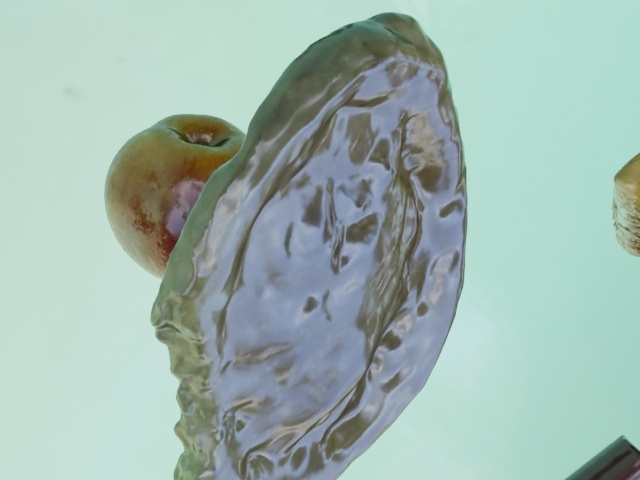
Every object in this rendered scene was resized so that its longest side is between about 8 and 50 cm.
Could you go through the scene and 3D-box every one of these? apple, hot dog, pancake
[{"bbox_3d":[-0.137,-0.038,2.151,0.160,0.195,0.173,-85,-173,-59],"label":"apple"},{"bbox_3d":[0.237,-0.025,1.389,0.066,0.047,0.216,-37,167,-1],"label":"hot dog"},{"bbox_3d":[0.005,0.018,0.867,0.222,0.042,0.236,-21,128,-49],"label":"pancake"}]

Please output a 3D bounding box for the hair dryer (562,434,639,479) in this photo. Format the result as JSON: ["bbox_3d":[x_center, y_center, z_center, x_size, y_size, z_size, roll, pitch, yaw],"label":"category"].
[{"bbox_3d":[0.169,0.337,1.553,0.312,0.123,0.340,-37,133,-7],"label":"hair dryer"}]
